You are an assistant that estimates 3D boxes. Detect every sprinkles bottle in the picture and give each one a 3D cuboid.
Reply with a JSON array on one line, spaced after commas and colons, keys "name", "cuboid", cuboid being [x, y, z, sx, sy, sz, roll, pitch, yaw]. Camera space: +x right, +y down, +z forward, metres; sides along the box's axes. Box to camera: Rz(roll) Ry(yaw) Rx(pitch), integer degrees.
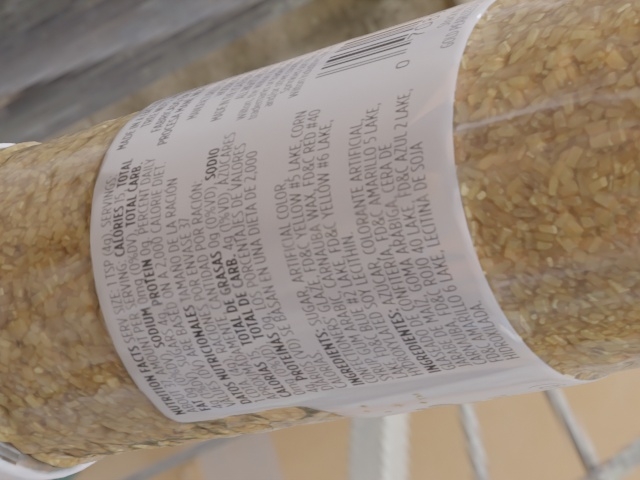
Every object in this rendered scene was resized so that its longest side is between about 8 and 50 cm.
[{"name": "sprinkles bottle", "cuboid": [0.000, 0.000, 0.607, 0.121, 0.355, 0.121, 21, 63, -48]}]
